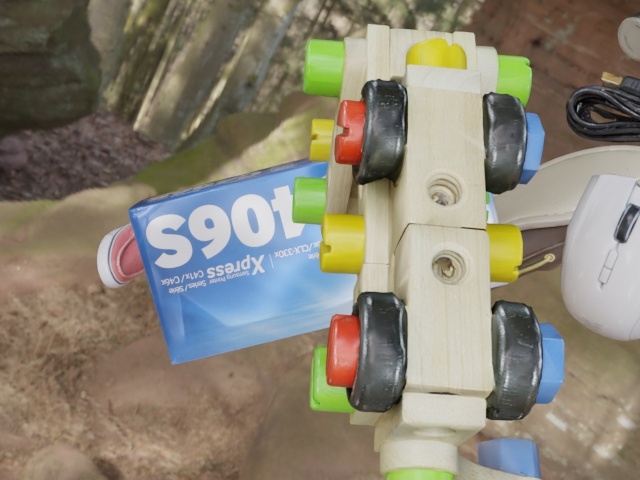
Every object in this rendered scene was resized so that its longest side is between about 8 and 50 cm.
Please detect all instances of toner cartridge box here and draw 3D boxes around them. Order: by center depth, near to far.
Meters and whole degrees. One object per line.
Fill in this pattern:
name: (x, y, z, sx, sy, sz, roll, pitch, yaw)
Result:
toner cartridge box: (0.000, 0.000, 0.867, 0.348, 0.165, 0.075, -14, 11, 2)

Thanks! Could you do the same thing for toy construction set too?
toy construction set: (0.054, 0.026, 0.448, 0.151, 0.215, 0.327, -9, 68, -10)

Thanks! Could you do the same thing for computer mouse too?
computer mouse: (0.180, -0.001, 0.502, 0.106, 0.193, 0.042, 27, 50, 29)

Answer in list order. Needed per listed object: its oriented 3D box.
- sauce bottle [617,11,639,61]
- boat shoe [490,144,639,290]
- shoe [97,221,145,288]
sauce bottle: (0.599, -0.371, 1.327, 0.344, 0.111, 0.111, -28, 55, -20)
boat shoe: (0.255, -0.012, 1.036, 0.096, 0.324, 0.116, 54, 24, -30)
shoe: (-0.208, 0.001, 1.075, 0.081, 0.063, 0.178, -12, 19, 17)
